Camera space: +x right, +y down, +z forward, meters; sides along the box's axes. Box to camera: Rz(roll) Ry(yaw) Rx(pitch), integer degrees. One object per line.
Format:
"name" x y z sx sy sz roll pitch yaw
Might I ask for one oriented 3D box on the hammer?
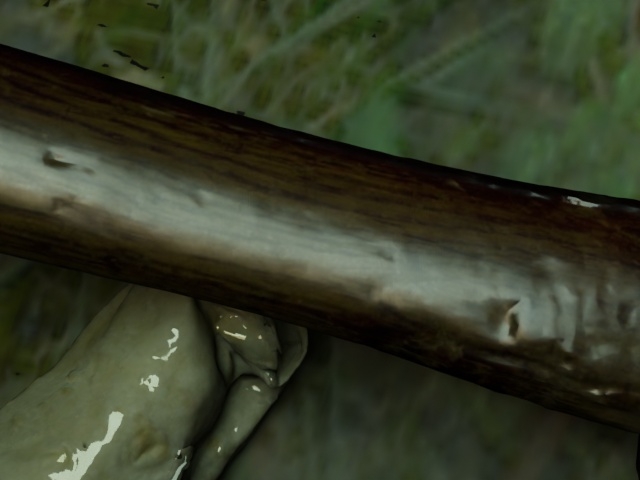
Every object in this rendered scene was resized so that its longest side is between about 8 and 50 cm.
"hammer" 0.000 0.000 0.565 0.408 0.095 0.242 15 69 -2

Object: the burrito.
"burrito" -0.091 0.094 0.597 0.087 0.060 0.226 47 70 -14
